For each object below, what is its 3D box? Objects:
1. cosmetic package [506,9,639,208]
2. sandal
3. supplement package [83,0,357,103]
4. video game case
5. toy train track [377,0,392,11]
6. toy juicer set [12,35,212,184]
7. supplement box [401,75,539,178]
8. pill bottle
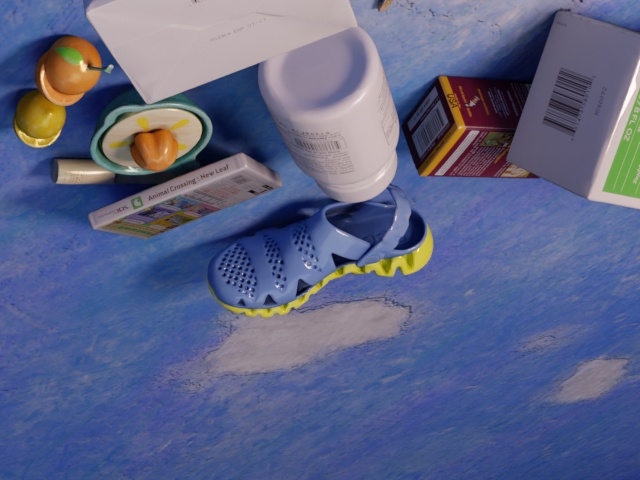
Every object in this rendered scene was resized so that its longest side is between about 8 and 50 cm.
[{"bbox_3d":[0.422,-0.137,1.637,0.365,0.155,0.197,7,106,-37],"label":"cosmetic package"},{"bbox_3d":[0.000,0.000,1.790,0.317,0.126,0.138,-20,151,-13],"label":"sandal"},{"bbox_3d":[-0.100,-0.259,1.124,0.194,0.203,0.149,-20,153,4],"label":"supplement package"},{"bbox_3d":[-0.155,-0.050,1.619,0.193,0.023,0.212,-21,174,8],"label":"video game case"},{"bbox_3d":[0.076,-0.268,1.424,0.048,0.014,0.083,-14,160,-23],"label":"toy train track"},{"bbox_3d":[-0.221,-0.109,1.470,0.209,0.090,0.329,-11,153,-12],"label":"toy juicer set"},{"bbox_3d":[0.211,-0.137,1.676,0.188,0.081,0.104,0,148,-29],"label":"supplement box"},{"bbox_3d":[0.018,-0.136,1.510,0.131,0.131,0.229,-19,153,4],"label":"pill bottle"}]
